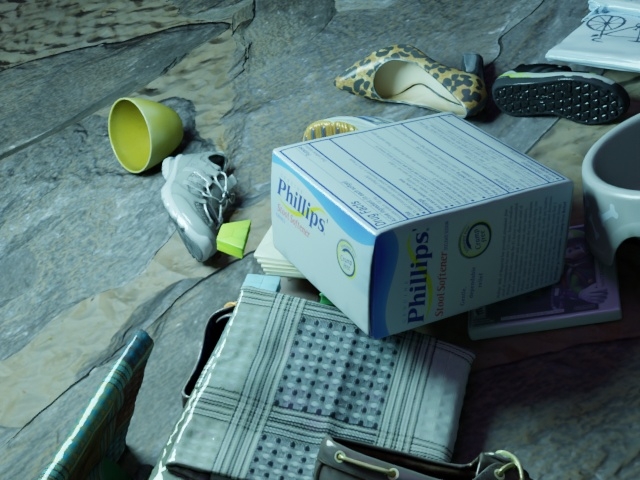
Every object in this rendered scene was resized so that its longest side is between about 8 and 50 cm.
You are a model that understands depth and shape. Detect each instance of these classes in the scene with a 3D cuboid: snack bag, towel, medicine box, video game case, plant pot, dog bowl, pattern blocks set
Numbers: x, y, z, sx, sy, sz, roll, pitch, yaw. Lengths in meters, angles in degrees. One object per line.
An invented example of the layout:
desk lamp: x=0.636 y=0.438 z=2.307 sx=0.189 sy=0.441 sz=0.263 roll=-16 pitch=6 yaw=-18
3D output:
snack bag: x=0.559 y=-0.348 z=1.750 sx=0.323 sy=0.037 sz=0.342 roll=18 pitch=46 yaw=41
towel: x=-0.298 y=0.306 z=1.267 sx=0.040 sy=0.271 sz=0.370 roll=27 pitch=48 yaw=2
medicine box: x=0.121 y=-0.032 z=1.416 sx=0.289 sy=0.149 sz=0.263 roll=-15 pitch=32 yaw=-24
video game case: x=0.286 y=0.049 z=1.442 sx=0.190 sy=0.022 sz=0.173 roll=-10 pitch=38 yaw=18
plant pot: x=-0.303 y=-0.195 z=2.001 sx=0.095 sy=0.134 sz=0.134 roll=-16 pitch=26 yaw=-40
dog bowl: x=0.482 y=-0.086 z=1.370 sx=0.348 sy=0.102 sz=0.349 roll=-19 pitch=21 yaw=8
pattern blocks set: x=0.000 y=0.000 z=1.544 sx=0.285 sy=0.026 sz=0.325 roll=0 pitch=28 yaw=-2
towel: x=0.000 y=0.203 z=1.273 sx=0.312 sy=0.056 sz=0.324 roll=17 pitch=50 yaw=7

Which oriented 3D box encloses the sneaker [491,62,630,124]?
sneaker: x=0.371 y=-0.243 z=1.711 sx=0.234 sy=0.084 sz=0.097 roll=13 pitch=47 yaw=39

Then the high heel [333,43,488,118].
high heel: x=0.142 y=-0.246 z=1.826 sx=0.261 sy=0.093 sz=0.186 roll=-5 pitch=33 yaw=10

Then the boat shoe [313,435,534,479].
boat shoe: x=0.152 y=0.258 z=1.112 sx=0.324 sy=0.097 sz=0.116 roll=5 pitch=3 yaw=8

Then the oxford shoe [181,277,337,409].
oxford shoe: x=-0.066 y=0.115 z=1.457 sx=0.129 sy=0.133 sz=0.364 roll=-1 pitch=42 yaw=29

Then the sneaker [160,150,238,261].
sneaker: x=-0.187 y=-0.074 z=1.785 sx=0.115 sy=0.105 sz=0.281 roll=-22 pitch=36 yaw=2

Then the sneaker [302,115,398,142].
sneaker: x=0.125 y=-0.142 z=1.699 sx=0.296 sy=0.112 sz=0.131 roll=17 pitch=24 yaw=25

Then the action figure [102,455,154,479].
action figure: x=-0.207 y=0.368 z=1.243 sx=0.063 sy=0.137 sz=0.232 roll=-32 pitch=36 yaw=38
